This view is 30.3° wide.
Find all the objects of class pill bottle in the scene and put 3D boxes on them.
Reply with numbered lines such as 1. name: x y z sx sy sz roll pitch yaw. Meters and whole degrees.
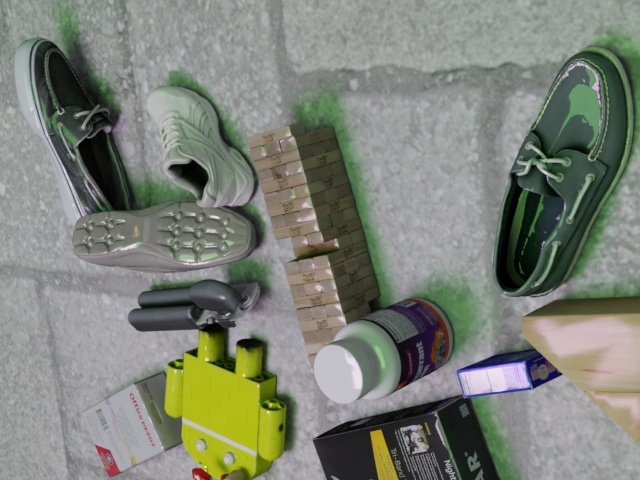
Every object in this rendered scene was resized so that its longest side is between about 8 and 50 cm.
1. pill bottle: 0.082 0.150 1.572 0.108 0.193 0.108 13 110 37

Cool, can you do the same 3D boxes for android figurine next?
1. android figurine: -0.153 0.277 1.899 0.248 0.056 0.272 19 112 35

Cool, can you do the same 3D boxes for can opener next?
1. can opener: -0.206 0.095 1.870 0.280 0.074 0.093 -10 132 44

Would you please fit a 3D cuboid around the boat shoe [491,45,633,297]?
1. boat shoe: 0.280 -0.072 1.408 0.116 0.099 0.319 29 119 31

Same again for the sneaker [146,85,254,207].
1. sneaker: -0.201 -0.143 1.779 0.232 0.115 0.090 50 128 18

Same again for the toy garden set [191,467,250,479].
1. toy garden set: -0.116 0.449 1.887 0.244 0.049 0.203 25 120 16

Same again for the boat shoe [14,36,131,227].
1. boat shoe: -0.390 -0.179 1.944 0.119 0.121 0.335 -11 106 33

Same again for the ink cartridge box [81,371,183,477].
1. ink cartridge box: -0.316 0.317 2.033 0.175 0.072 0.127 -30 82 41

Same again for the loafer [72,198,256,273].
1. loafer: -0.237 -0.003 1.863 0.320 0.111 0.112 2 80 25

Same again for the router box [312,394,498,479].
1. router box: 0.145 0.391 1.662 0.243 0.081 0.308 -20 89 42

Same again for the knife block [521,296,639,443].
1. knife block: 0.401 0.101 1.364 0.276 0.088 0.242 44 125 22

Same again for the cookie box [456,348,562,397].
1. cookie box: 0.244 0.167 1.511 0.107 0.092 0.040 -14 89 42

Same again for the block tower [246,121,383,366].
1. block tower: 0.000 0.000 1.669 0.091 0.097 0.335 -13 96 41
